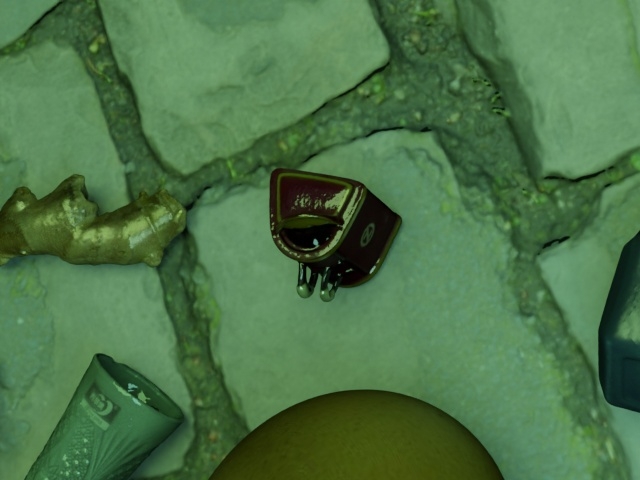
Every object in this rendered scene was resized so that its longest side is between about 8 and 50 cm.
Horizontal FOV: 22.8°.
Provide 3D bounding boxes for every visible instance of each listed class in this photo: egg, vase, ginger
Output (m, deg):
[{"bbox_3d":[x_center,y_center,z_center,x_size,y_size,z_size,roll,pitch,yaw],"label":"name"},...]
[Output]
[{"bbox_3d":[0.009,0.265,1.182,0.250,0.250,0.322,35,95,23],"label":"egg"},{"bbox_3d":[-0.218,0.212,1.362,0.096,0.096,0.219,38,93,23],"label":"vase"},{"bbox_3d":[-0.261,-0.018,1.446,0.288,0.075,0.089,3,100,15],"label":"ginger"}]

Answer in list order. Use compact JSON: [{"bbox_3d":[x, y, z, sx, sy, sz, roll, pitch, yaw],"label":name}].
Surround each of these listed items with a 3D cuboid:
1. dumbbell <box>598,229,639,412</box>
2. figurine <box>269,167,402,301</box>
[{"bbox_3d":[0.373,0.081,1.164,0.325,0.144,0.160,14,83,21],"label":"dumbbell"},{"bbox_3d":[0.001,0.000,1.306,0.082,0.154,0.098,13,84,21],"label":"figurine"}]
